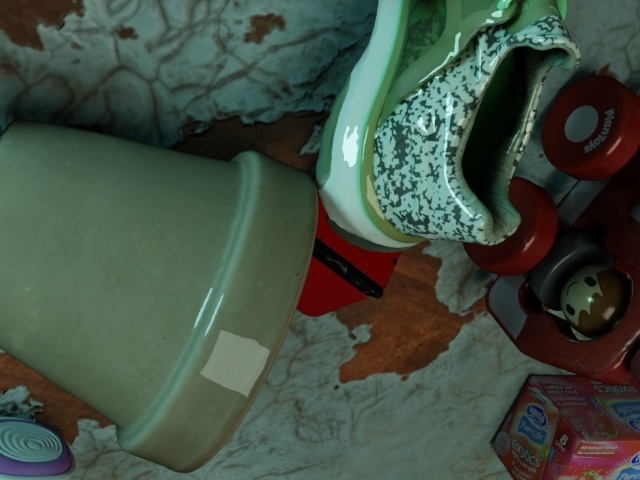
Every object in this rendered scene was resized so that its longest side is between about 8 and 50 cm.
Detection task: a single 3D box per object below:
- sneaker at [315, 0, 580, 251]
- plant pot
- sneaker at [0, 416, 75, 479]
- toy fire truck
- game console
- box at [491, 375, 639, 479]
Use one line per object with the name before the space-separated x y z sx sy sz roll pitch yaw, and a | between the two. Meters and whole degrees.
sneaker | 0.135 -0.175 0.703 0.158 0.182 0.411 6 99 -38
plant pot | -0.160 0.017 0.736 0.229 0.263 0.263 26 112 -17
sneaker | -0.381 0.231 0.849 0.305 0.114 0.152 15 115 -33
toy fire truck | 0.297 0.006 0.912 0.169 0.254 0.302 24 111 -36
game console | 0.000 0.000 0.927 0.144 0.085 0.124 37 72 -40
box | 0.370 0.261 1.224 0.256 0.123 0.128 6 120 -29
